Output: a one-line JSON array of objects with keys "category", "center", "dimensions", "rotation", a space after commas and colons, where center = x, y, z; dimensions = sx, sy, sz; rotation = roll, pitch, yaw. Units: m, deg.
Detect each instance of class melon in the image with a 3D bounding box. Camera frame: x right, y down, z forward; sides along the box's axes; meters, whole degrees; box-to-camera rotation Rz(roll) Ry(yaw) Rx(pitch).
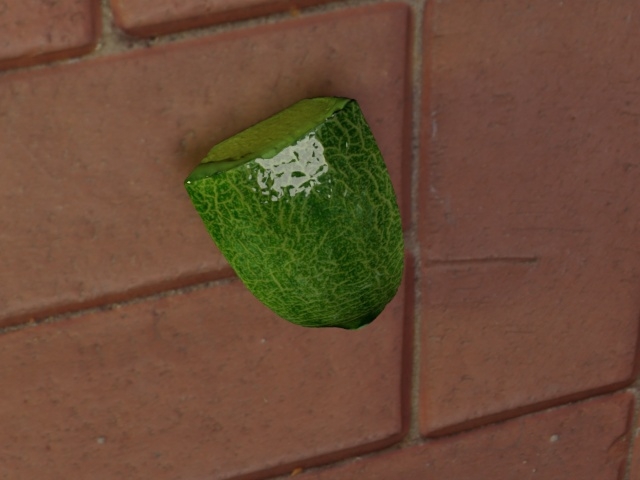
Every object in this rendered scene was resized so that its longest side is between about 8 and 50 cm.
[{"category": "melon", "center": [0.000, 0.000, 1.537], "dimensions": [0.196, 0.124, 0.323], "rotation": [-23, 128, 5]}]
